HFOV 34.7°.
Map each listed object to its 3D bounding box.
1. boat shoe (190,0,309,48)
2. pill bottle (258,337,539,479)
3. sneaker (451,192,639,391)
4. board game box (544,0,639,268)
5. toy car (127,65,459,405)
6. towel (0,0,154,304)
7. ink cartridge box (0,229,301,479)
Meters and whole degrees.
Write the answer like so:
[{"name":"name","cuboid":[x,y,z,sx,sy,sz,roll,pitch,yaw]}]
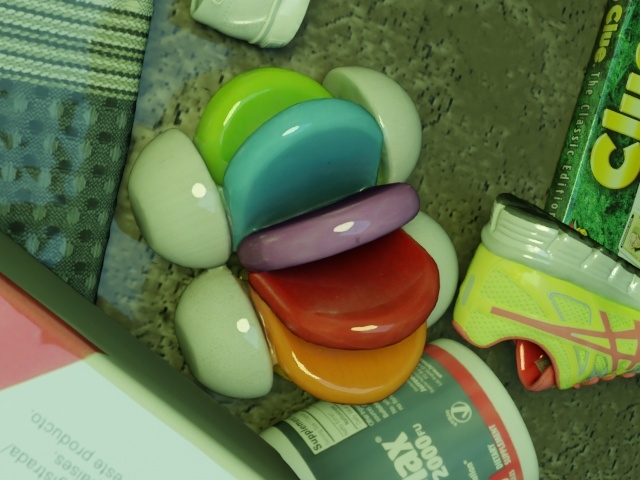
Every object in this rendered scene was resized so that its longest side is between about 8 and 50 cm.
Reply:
[{"name":"boat shoe","cuboid":[-0.027,-0.196,0.531,0.063,0.066,0.184,10,104,-24]},{"name":"pill bottle","cuboid":[0.020,0.140,0.572,0.180,0.108,0.108,-26,107,-17]},{"name":"sneaker","cuboid":[0.156,0.052,0.603,0.208,0.081,0.094,26,98,-28]},{"name":"board game box","cuboid":[0.227,-0.076,0.668,0.136,0.030,0.259,16,92,-21]},{"name":"toy car","cuboid":[0.000,0.000,0.526,0.159,0.136,0.182,-21,105,-18]},{"name":"towel","cuboid":[-0.254,-0.041,0.471,0.324,0.056,0.312,10,97,-26]},{"name":"ink cartridge box","cuboid":[-0.218,0.175,0.393,0.279,0.160,0.384,41,84,-15]}]
